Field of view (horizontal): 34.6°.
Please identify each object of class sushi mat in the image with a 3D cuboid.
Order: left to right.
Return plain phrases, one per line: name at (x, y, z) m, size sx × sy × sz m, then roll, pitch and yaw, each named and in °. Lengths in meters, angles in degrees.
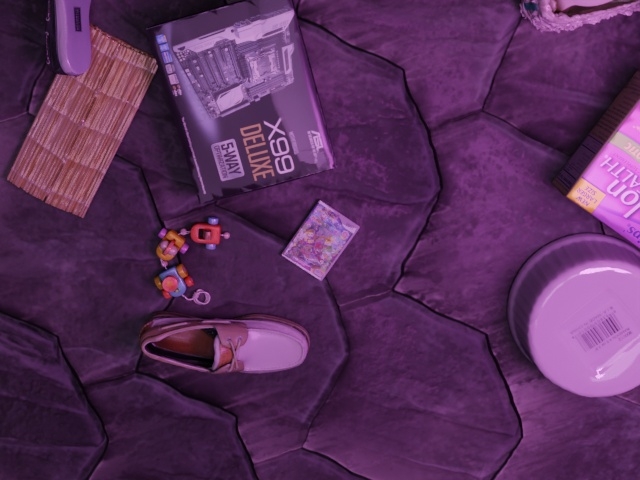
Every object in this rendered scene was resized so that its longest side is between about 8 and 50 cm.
sushi mat at (-0.408, -0.204, 1.762) m, size 0.151 × 0.019 × 0.316 m, roll 28°, pitch 103°, yaw -6°

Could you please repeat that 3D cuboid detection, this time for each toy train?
toy train at (-0.231, 0.036, 1.809) m, size 0.125 × 0.046 × 0.166 m, roll 10°, pitch 104°, yaw -2°

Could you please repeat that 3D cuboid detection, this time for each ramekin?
ramekin at (0.472, 0.136, 1.779) m, size 0.277 × 0.135 × 0.277 m, roll 0°, pitch 104°, yaw 1°

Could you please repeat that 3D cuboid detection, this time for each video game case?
video game case at (0.000, 0.000, 1.814) m, size 0.087 × 0.011 × 0.122 m, roll 34°, pitch 103°, yaw -7°

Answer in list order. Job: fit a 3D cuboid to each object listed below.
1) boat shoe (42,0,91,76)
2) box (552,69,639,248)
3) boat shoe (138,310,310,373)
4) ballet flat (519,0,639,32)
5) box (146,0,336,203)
boat shoe at (-0.421, -0.383, 1.690) m, size 0.076 × 0.080 × 0.228 m, roll 2°, pitch 97°, yaw 33°
box at (0.554, -0.123, 1.719) m, size 0.214 × 0.117 × 0.243 m, roll 34°, pitch 103°, yaw -8°
boat shoe at (-0.170, 0.192, 1.819) m, size 0.302 × 0.103 × 0.113 m, roll 2°, pitch 105°, yaw 0°
ballet flat at (0.520, -0.424, 1.622) m, size 0.409 × 0.147 × 0.147 m, roll -20°, pitch 104°, yaw 9°
box at (-0.127, -0.239, 1.718) m, size 0.243 × 0.076 × 0.307 m, roll -14°, pitch 104°, yaw 4°
